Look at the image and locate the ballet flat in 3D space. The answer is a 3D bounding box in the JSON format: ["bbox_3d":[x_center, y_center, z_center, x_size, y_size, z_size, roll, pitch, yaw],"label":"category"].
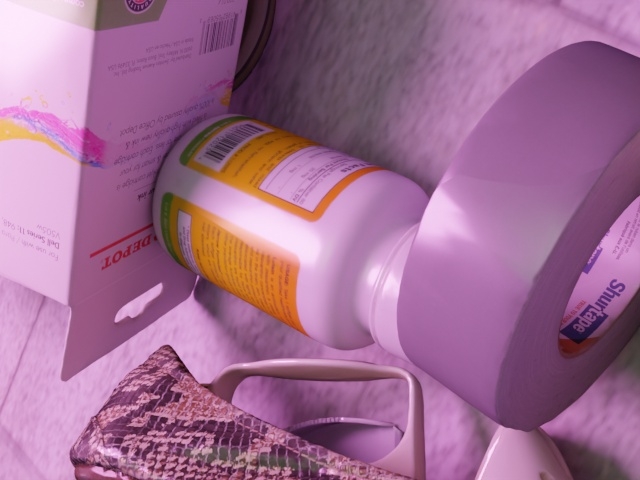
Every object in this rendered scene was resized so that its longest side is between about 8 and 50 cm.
[{"bbox_3d":[0.048,0.175,0.611,0.483,0.164,0.182,16,62,25],"label":"ballet flat"}]

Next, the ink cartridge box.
[{"bbox_3d":[-0.172,-0.090,0.710,0.119,0.207,0.353,22,117,18],"label":"ink cartridge box"}]

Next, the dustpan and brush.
[{"bbox_3d":[-0.039,0.213,0.740,0.211,0.060,0.147,1,88,37],"label":"dustpan and brush"}]

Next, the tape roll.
[{"bbox_3d":[0.143,0.001,0.514,0.072,0.219,0.219,33,107,33],"label":"tape roll"}]

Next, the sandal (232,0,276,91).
[{"bbox_3d":[-0.099,-0.276,0.789,0.120,0.086,0.302,14,99,37],"label":"sandal"}]

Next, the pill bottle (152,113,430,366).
[{"bbox_3d":[0.000,0.000,0.673,0.246,0.136,0.136,25,103,35],"label":"pill bottle"}]
